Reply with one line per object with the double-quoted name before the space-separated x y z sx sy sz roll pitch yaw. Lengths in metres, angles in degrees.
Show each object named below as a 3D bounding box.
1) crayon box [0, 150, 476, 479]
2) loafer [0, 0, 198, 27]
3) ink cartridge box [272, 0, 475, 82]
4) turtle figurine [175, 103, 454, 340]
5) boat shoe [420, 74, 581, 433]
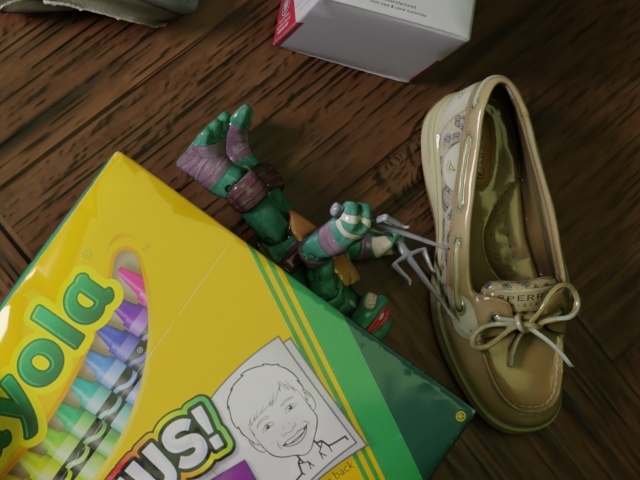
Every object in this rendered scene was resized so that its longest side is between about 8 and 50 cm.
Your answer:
"crayon box" -0.125 0.174 1.285 0.313 0.106 0.363 36 85 -10
"loafer" -0.212 -0.219 1.393 0.251 0.087 0.094 18 48 -26
"ink cartridge box" 0.052 -0.238 1.454 0.127 0.128 0.176 14 75 -15
"turtle figurine" 0.000 0.000 1.386 0.234 0.175 0.118 43 87 2
"boat shoe" 0.143 0.012 1.458 0.105 0.089 0.285 -10 84 -21
